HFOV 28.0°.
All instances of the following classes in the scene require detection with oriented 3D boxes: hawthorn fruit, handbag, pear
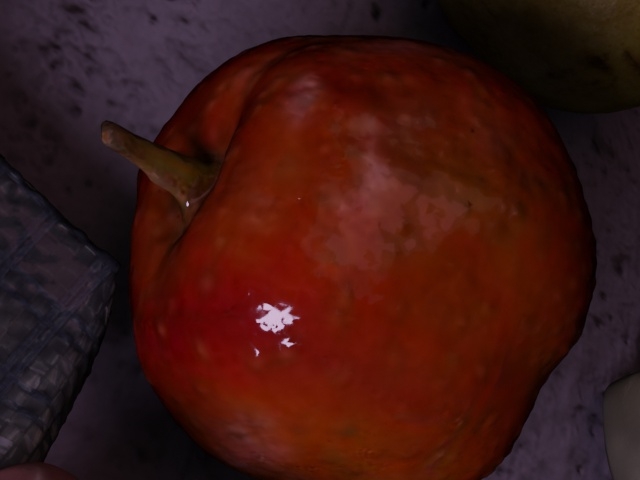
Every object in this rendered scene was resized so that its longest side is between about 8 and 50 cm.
[{"bbox_3d":[0.000,0.000,0.760,0.330,0.287,0.287,25,54,-40],"label":"hawthorn fruit"},{"bbox_3d":[-0.226,0.011,0.694,0.270,0.088,0.175,46,32,-8],"label":"handbag"},{"bbox_3d":[0.235,-0.267,1.059,0.304,0.304,0.304,16,60,-29],"label":"pear"}]

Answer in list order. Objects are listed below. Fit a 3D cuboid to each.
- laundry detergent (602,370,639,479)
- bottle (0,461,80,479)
[{"bbox_3d":[0.316,0.223,1.000,0.181,0.091,0.253,4,65,-40],"label":"laundry detergent"},{"bbox_3d":[-0.109,0.258,0.605,0.206,0.173,0.297,-37,107,-12],"label":"bottle"}]
